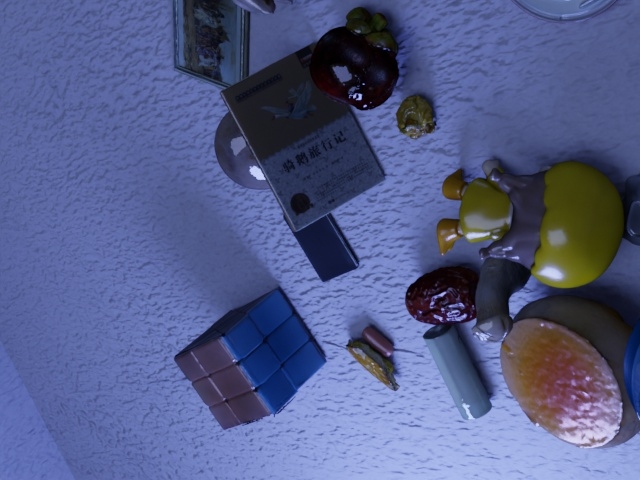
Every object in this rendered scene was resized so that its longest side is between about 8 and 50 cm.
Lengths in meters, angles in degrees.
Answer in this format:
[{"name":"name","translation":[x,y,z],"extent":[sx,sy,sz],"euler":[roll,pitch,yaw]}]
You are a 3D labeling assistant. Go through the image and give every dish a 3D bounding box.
[{"name":"dish","translation":[0.537,-0.044,1.532],"extent":[0.091,0.039,0.137],"euler":[10,123,35]}]

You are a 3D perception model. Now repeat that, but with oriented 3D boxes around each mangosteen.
[{"name":"mangosteen","translation":[0.071,-0.331,1.665],"extent":[0.166,0.166,0.180],"euler":[31,107,21]}]

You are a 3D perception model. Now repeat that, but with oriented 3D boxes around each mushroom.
[{"name":"mushroom","translation":[-0.126,-0.214,1.887],"extent":[0.204,0.204,0.204],"euler":[20,127,29]},{"name":"mushroom","translation":[0.325,0.095,1.667],"extent":[0.081,0.223,0.092],"euler":[-20,115,34]}]

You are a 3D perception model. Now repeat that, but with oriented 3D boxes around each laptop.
[{"name":"laptop","translation":[0.000,0.000,2.014],"extent":[0.129,0.016,0.180],"euler":[-25,99,45]}]

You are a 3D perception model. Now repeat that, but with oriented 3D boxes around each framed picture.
[{"name":"framed picture","translation":[-0.236,-0.453,1.928],"extent":[0.217,0.017,0.274],"euler":[22,127,27]}]

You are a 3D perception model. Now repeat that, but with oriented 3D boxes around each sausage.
[{"name":"sausage","translation":[0.128,0.226,2.033],"extent":[0.083,0.034,0.034],"euler":[40,134,11]}]

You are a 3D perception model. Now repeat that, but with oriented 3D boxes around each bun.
[{"name":"bun","translation":[0.480,0.228,1.657],"extent":[0.299,0.165,0.298],"euler":[35,137,40]}]

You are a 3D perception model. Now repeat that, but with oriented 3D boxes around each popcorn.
[{"name":"popcorn","translation":[0.169,-0.223,1.695],"extent":[0.084,0.084,0.084],"euler":[20,127,29]}]

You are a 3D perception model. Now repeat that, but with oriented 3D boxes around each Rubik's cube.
[{"name":"Rubik's cube","translation":[-0.164,0.284,2.171],"extent":[0.221,0.231,0.224],"euler":[-28,98,46]}]

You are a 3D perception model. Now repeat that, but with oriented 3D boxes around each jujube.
[{"name":"jujube","translation":[0.244,0.113,1.819],"extent":[0.176,0.109,0.112],"euler":[-16,71,46]}]

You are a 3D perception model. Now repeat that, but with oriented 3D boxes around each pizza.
[{"name":"pizza","translation":[0.120,0.272,2.054],"extent":[0.160,0.036,0.099],"euler":[39,157,16]}]

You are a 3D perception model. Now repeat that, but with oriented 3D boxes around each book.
[{"name":"book","translation":[-0.032,-0.202,1.792],"extent":[0.310,0.217,0.021],"euler":[62,168,-9]}]

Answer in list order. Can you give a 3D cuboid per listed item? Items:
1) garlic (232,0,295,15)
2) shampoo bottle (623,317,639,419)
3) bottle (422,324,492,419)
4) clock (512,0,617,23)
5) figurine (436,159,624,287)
[{"name":"garlic","translation":[-0.118,-0.578,1.675],"extent":[0.325,0.132,0.279],"euler":[40,135,17]},{"name":"shampoo bottle","translation":[0.647,0.243,1.318],"extent":[0.332,0.342,0.331],"euler":[1,105,3]},{"name":"bottle","translation":[0.287,0.273,1.906],"extent":[0.072,0.072,0.201],"euler":[-16,105,44]},{"name":"clock","translation":[0.374,-0.455,1.404],"extent":[0.245,0.056,0.244],"euler":[20,126,30]},{"name":"figurine","translation":[0.359,-0.033,1.596],"extent":[0.344,0.187,0.214],"euler":[7,105,44]}]
